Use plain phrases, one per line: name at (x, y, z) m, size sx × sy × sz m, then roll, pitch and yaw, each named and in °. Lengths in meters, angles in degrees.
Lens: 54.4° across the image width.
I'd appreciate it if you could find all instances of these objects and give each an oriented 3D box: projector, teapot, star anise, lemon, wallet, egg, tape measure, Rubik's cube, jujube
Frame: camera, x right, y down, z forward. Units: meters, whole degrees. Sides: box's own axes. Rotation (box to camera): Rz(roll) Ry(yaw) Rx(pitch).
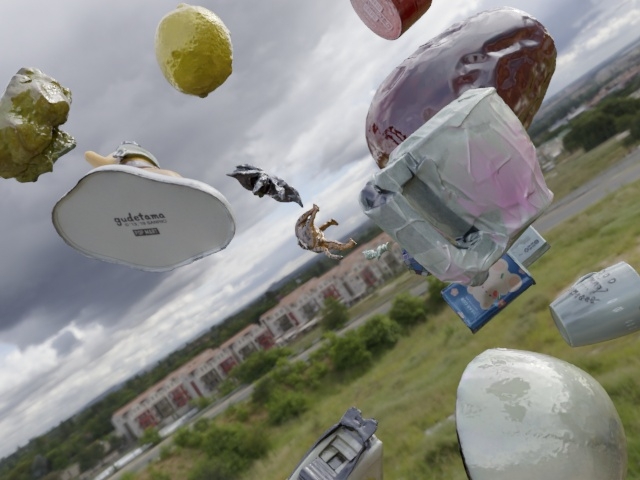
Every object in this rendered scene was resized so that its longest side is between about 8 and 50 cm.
projector at (0.579, 0.024, 1.828) m, size 0.147 × 0.115 × 0.061 m, roll -43°, pitch -38°, yaw 15°
teapot at (0.172, -0.062, 0.711) m, size 0.163 × 0.178 × 0.221 m, roll -40°, pitch -1°, yaw 30°
star anise at (-0.141, -0.143, 1.570) m, size 0.181 × 0.205 × 0.061 m, roll 2°, pitch -64°, yaw -52°
lemon at (-0.380, -0.571, 1.867) m, size 0.234 × 0.287 × 0.233 m, roll -11°, pitch 0°, yaw 0°
wallet at (0.414, 0.117, 1.551) m, size 0.202 × 0.141 × 0.059 m, roll -42°, pitch -26°, yaw 6°
egg at (0.402, 0.327, 1.048) m, size 0.201 × 0.336 × 0.337 m, roll -24°, pitch 7°, yaw 44°
tape measure at (0.011, 0.482, 1.230) m, size 0.231 × 0.133 × 0.271 m, roll -35°, pitch -37°, yaw -29°
Rubik's cube at (0.241, 0.029, 1.446) m, size 0.093 × 0.111 × 0.111 m, roll -20°, pitch 3°, yaw 18°
jujube at (0.218, -0.211, 0.958) m, size 0.318 × 0.223 × 0.223 m, roll -46°, pitch 1°, yaw -11°

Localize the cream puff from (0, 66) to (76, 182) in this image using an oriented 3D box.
cream puff at (-0.638, -0.237, 1.373) m, size 0.282 × 0.185 × 0.281 m, roll -40°, pitch 34°, yaw 36°

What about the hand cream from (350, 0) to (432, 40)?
hand cream at (0.175, -0.614, 1.558) m, size 0.125 × 0.193 × 0.193 m, roll -47°, pitch 1°, yaw -11°

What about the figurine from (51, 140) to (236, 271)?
figurine at (-0.218, -0.062, 0.841) m, size 0.250 × 0.166 × 0.141 m, roll 4°, pitch 40°, yaw 10°

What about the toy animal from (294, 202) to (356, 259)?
toy animal at (-0.006, -0.005, 1.502) m, size 0.116 × 0.114 × 0.255 m, roll -49°, pitch 22°, yaw 5°

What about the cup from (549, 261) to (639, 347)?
cup at (0.768, 0.176, 1.749) m, size 0.234 × 0.186 × 0.258 m, roll -25°, pitch 18°, yaw 10°

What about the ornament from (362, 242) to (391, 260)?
ornament at (0.181, 0.038, 1.958) m, size 0.092 × 0.041 × 0.068 m, roll -31°, pitch 15°, yaw 7°
